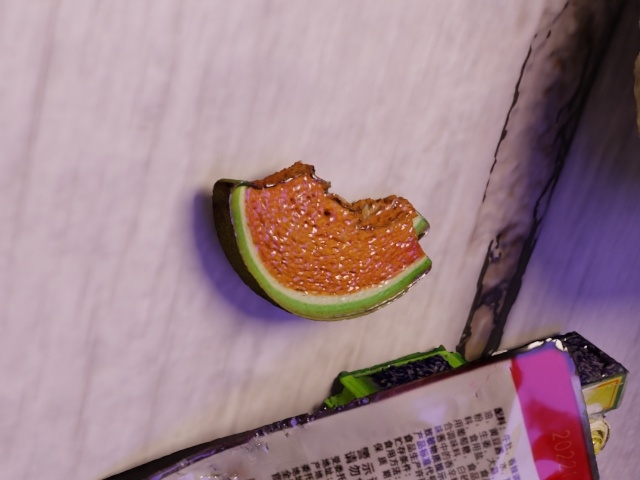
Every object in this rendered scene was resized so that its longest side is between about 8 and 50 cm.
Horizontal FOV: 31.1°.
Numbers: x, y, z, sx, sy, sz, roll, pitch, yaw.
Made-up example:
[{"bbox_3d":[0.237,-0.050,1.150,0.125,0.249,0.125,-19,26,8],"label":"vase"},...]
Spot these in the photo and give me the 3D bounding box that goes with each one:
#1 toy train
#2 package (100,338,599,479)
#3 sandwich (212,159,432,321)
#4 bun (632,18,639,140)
[{"bbox_3d":[0.089,0.098,0.640,0.202,0.060,0.081,-10,123,-32],"label":"toy train"},{"bbox_3d":[0.022,0.145,0.568,0.239,0.030,0.154,-16,118,2],"label":"package"},{"bbox_3d":[-0.002,0.001,0.527,0.135,0.029,0.067,18,99,-43],"label":"sandwich"},{"bbox_3d":[0.250,-0.100,0.576,0.259,0.152,0.259,-29,142,-26],"label":"bun"}]
